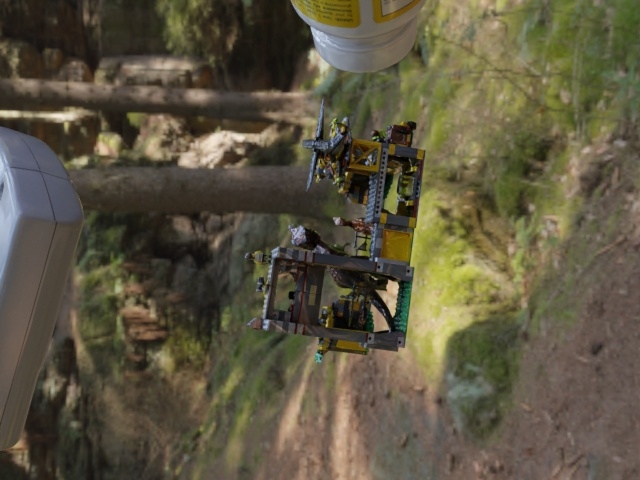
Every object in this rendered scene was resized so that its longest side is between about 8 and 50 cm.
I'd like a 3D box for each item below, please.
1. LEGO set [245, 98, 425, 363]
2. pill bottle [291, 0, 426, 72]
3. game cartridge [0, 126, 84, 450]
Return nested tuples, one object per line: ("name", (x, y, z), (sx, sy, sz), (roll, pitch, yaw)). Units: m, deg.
("LEGO set", (0.000, 0.000, 0.977), (0.255, 0.192, 0.331), (-158, 77, -79))
("pill bottle", (0.041, -0.369, 0.931), (0.334, 0.188, 0.187), (78, -171, -57))
("game cartridge", (-0.269, 0.010, 0.632), (0.297, 0.062, 0.198), (30, 101, 53))
